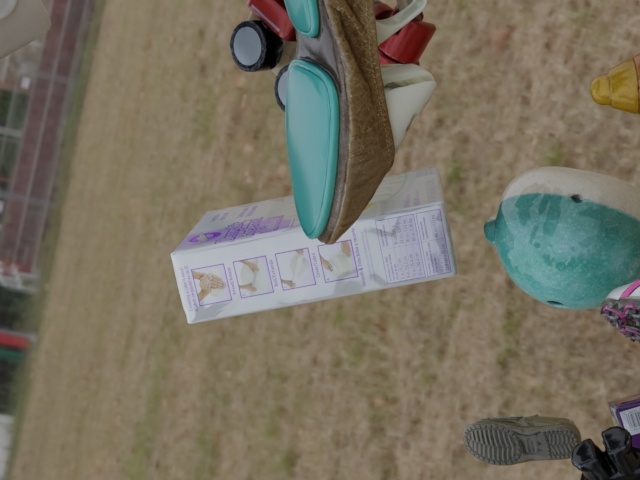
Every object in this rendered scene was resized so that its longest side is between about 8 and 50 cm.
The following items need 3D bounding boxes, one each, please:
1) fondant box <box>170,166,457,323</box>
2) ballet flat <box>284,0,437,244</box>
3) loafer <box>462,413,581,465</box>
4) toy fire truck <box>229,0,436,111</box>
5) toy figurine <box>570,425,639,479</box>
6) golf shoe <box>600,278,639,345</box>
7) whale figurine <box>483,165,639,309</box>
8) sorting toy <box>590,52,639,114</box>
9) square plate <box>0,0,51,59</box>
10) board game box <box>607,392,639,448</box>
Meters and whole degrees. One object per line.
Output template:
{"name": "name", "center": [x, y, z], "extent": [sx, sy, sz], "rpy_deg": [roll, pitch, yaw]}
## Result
{"name": "fondant box", "center": [0.000, 0.000, 1.305], "extent": [0.238, 0.330, 0.096], "rpy_deg": [-73, -30, -76]}
{"name": "ballet flat", "center": [0.028, -0.160, 0.816], "extent": [0.116, 0.124, 0.342], "rpy_deg": [-137, 35, -58]}
{"name": "loafer", "center": [0.246, 0.240, 1.245], "extent": [0.050, 0.148, 0.056], "rpy_deg": [-20, -74, -61]}
{"name": "toy fire truck", "center": [0.029, -0.242, 1.079], "extent": [0.217, 0.158, 0.246], "rpy_deg": [46, 126, 23]}
{"name": "toy figurine", "center": [0.247, 0.248, 0.726], "extent": [0.209, 0.148, 0.213], "rpy_deg": [-41, 16, -32]}
{"name": "golf shoe", "center": [0.290, 0.035, 0.758], "extent": [0.186, 0.067, 0.086], "rpy_deg": [-16, 40, 57]}
{"name": "whale figurine", "center": [0.285, 0.027, 1.165], "extent": [0.272, 0.216, 0.141], "rpy_deg": [65, -138, -64]}
{"name": "sorting toy", "center": [0.312, -0.016, 0.903], "extent": [0.127, 0.126, 0.366], "rpy_deg": [-46, -50, -76]}
{"name": "square plate", "center": [-0.472, -0.316, 1.083], "extent": [0.049, 0.347, 0.344], "rpy_deg": [-11, 27, 39]}
{"name": "board game box", "center": [0.478, 0.208, 0.993], "extent": [0.056, 0.346, 0.208], "rpy_deg": [30, -136, -82]}
